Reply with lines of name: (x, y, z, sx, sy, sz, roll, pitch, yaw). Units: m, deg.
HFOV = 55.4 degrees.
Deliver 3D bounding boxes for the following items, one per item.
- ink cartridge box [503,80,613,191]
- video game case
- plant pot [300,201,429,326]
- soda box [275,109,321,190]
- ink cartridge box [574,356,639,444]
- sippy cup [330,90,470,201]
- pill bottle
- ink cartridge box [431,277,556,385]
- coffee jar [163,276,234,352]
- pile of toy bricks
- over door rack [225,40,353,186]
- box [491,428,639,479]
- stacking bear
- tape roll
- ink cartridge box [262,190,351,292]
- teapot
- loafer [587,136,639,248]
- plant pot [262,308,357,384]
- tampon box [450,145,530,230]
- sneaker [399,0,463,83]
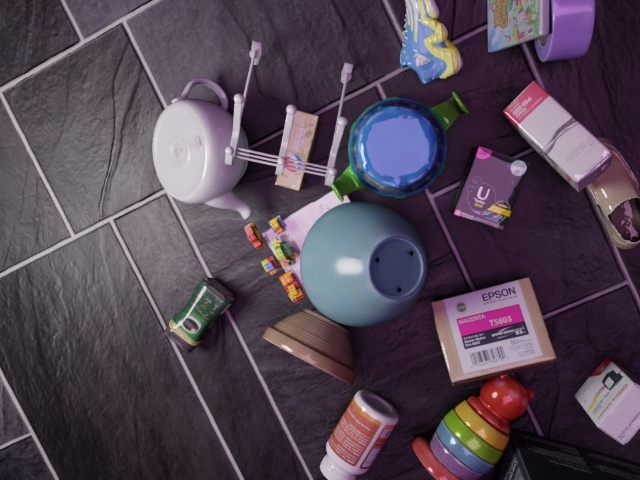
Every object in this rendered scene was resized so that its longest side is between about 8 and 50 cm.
ink cartridge box: (0.502, -0.215, 1.291, 0.092, 0.158, 0.218, -46, 71, 15)
video game case: (0.410, -0.520, 1.279, 0.023, 0.193, 0.213, -5, 98, -16)
plant pot: (0.122, 0.054, 1.330, 0.290, 0.195, 0.290, 0, 90, -20)
soda box: (-0.052, -0.213, 1.444, 0.061, 0.058, 0.181, 16, 100, 5)
ink cartridge box: (0.661, 0.354, 1.368, 0.072, 0.175, 0.127, 34, 100, 2)
sippy cup: (0.168, -0.203, 1.333, 0.240, 0.224, 0.306, 20, 100, 5)
pill bottle: (0.089, 0.485, 1.487, 0.121, 0.121, 0.216, 30, 100, 3)
ink cartridge box: (0.389, 0.210, 1.391, 0.234, 0.088, 0.193, -16, 68, 9)
coffee jar: (-0.304, 0.187, 1.519, 0.096, 0.079, 0.184, 40, 100, -3)
pile of toy bricks: (-0.083, 0.037, 1.404, 0.118, 0.105, 0.212, -31, 92, 6)
over door rack: (-0.061, -0.291, 1.313, 0.239, 0.108, 0.324, 12, 64, -6)
box: (0.582, 0.604, 1.343, 0.343, 0.312, 0.179, 15, 99, 6)
stacking bear: (0.374, 0.437, 1.433, 0.175, 0.164, 0.289, 36, 96, 1)
tape roll: (0.503, -0.474, 1.271, 0.080, 0.189, 0.189, -4, 97, 7)
ink cartridge box: (0.000, 0.000, 1.473, 0.224, 0.056, 0.181, -31, 93, 5)
teapot: (-0.255, -0.211, 1.413, 0.252, 0.187, 0.256, 39, 122, 31)
loafer: (0.659, -0.104, 1.349, 0.101, 0.092, 0.269, -26, 94, 10)
plant pot: (-0.007, 0.235, 1.425, 0.237, 0.237, 0.110, 28, 80, 3)
tampon box: (0.379, -0.119, 1.378, 0.120, 0.101, 0.161, 19, 99, 4)
sneaker: (0.214, -0.460, 1.360, 0.126, 0.091, 0.240, -30, 94, 11)
